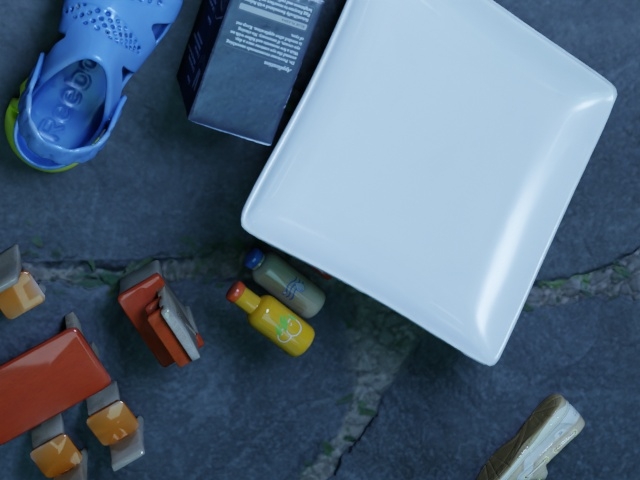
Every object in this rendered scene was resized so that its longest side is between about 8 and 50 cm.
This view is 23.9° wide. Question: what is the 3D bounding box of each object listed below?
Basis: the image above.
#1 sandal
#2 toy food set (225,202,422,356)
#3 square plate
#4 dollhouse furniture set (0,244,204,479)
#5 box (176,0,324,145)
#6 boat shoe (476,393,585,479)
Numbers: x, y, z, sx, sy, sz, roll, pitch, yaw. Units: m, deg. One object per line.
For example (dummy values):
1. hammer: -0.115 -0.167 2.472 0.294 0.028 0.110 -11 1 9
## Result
1. sandal: -0.220 -0.195 1.520 0.126 0.138 0.317 21 105 -14
2. toy food set: 0.000 0.000 1.645 0.104 0.111 0.232 38 95 -20
3. square plate: 0.118 -0.093 1.593 0.344 0.049 0.347 30 80 -26
4. dollhouse furniture set: -0.264 0.133 1.643 0.259 0.135 0.262 -30 113 4
5. box: -0.075 -0.201 1.528 0.093 0.156 0.158 17 108 -16
6. boat shoe: 0.252 0.264 1.817 0.059 0.063 0.170 38 101 -14
